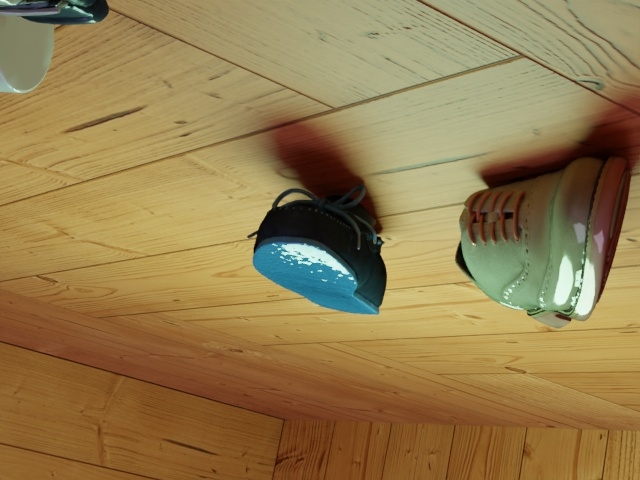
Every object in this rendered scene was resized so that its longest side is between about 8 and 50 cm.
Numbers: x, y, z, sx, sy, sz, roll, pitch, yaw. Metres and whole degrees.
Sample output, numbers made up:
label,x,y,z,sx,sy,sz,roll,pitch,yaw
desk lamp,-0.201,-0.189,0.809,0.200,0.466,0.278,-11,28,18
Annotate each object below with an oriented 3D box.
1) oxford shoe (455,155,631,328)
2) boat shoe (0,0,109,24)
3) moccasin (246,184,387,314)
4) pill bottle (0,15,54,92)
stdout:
label,x,y,z,sx,sy,sz,roll,pitch,yaw
oxford shoe,0.209,0.002,1.318,0.147,0.140,0.397,18,164,4
boat shoe,-0.301,-0.213,0.910,0.341,0.127,0.158,16,-178,15
moccasin,0.000,0.000,1.514,0.138,0.116,0.342,9,169,11
pill bottle,-0.335,-0.174,1.072,0.222,0.124,0.124,6,165,18
